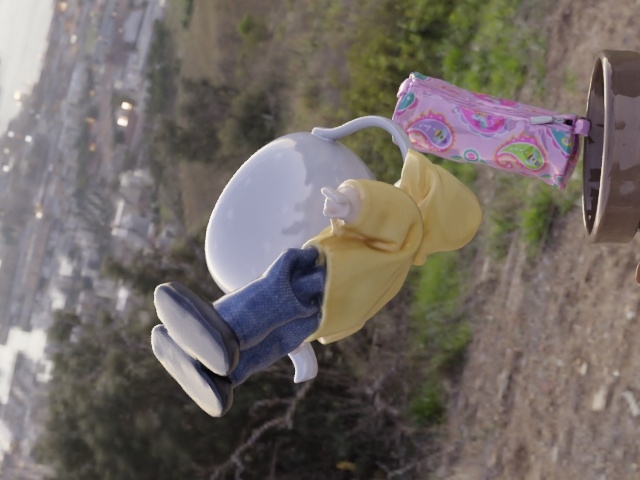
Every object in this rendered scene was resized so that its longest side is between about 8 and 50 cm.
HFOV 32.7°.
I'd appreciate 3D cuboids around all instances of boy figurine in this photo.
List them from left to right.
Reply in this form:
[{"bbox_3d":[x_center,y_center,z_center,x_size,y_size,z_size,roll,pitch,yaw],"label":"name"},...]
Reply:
[{"bbox_3d":[0.013,0.012,0.815,0.092,0.285,0.177,42,148,23],"label":"boy figurine"}]

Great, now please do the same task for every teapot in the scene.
[{"bbox_3d":[0.000,0.000,1.324,0.187,0.252,0.256,35,156,28],"label":"teapot"}]

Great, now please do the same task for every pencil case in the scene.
[{"bbox_3d":[0.249,-0.165,1.615,0.124,0.284,0.124,16,-90,-78],"label":"pencil case"}]

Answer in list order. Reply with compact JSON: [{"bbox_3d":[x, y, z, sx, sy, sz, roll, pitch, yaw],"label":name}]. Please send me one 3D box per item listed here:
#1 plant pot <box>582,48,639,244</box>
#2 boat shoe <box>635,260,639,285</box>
[{"bbox_3d":[0.473,-0.118,1.440,0.263,0.229,0.263,3,-90,-83],"label":"plant pot"},{"bbox_3d":[0.458,-0.014,1.308,0.207,0.073,0.073,-53,40,5],"label":"boat shoe"}]
